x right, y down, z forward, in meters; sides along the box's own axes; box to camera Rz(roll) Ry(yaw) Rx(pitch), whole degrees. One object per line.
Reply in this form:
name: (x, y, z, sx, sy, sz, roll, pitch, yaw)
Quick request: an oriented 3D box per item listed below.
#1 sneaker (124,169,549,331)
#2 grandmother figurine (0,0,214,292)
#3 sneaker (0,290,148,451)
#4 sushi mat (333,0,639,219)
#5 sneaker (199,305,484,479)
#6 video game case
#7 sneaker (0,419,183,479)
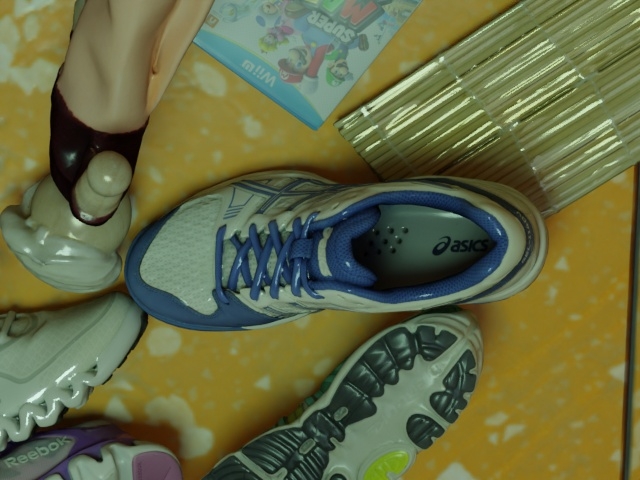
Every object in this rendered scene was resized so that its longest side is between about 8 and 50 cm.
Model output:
sneaker: (0.000, 0.000, 1.252, 0.296, 0.131, 0.112, -8, 87, 12)
grandmother figurine: (-0.136, -0.093, 1.207, 0.104, 0.208, 0.342, 14, 132, -8)
sneaker: (-0.264, 0.096, 1.331, 0.292, 0.110, 0.118, -24, 102, 8)
sushi mat: (0.181, -0.109, 1.294, 0.316, 0.019, 0.151, -32, 110, 12)
sneaker: (0.015, 0.147, 1.349, 0.275, 0.110, 0.107, -40, 95, 17)
video game case: (0.001, -0.172, 1.268, 0.119, 0.015, 0.166, 35, 108, -14)
sneaker: (-0.222, 0.189, 1.339, 0.236, 0.104, 0.095, -17, 122, -23)
